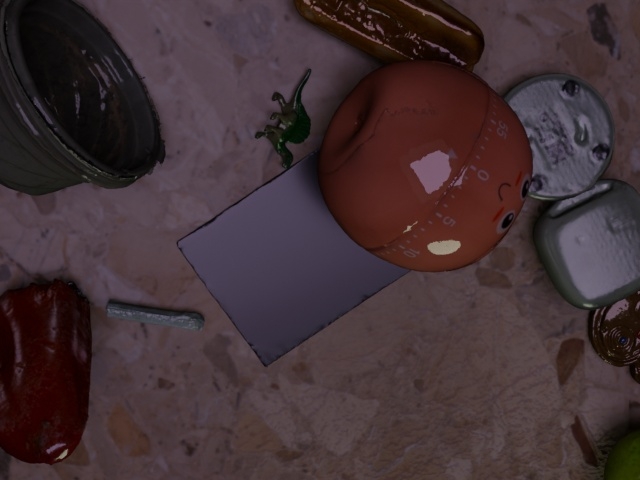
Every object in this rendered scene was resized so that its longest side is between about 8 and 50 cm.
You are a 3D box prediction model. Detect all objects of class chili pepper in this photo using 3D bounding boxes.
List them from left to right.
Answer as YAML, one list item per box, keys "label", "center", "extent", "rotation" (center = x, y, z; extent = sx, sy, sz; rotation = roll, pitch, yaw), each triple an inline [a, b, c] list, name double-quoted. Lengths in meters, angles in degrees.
- label: "chili pepper"
  center: [-0.320, 0.160, 1.000]
  extent: [0.144, 0.253, 0.136]
  rotation: [-1, 121, -16]

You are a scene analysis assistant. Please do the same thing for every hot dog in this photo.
- label: "hot dog"
  center: [0.076, -0.265, 1.061]
  extent: [0.250, 0.076, 0.104]
  rotation: [25, 117, -10]

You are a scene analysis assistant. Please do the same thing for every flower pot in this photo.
- label: "flower pot"
  center: [-0.292, -0.140, 0.970]
  extent: [0.140, 0.235, 0.235]
  rotation: [-26, 106, 23]

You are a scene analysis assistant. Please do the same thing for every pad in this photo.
- label: "pad"
  center: [0.000, 0.000, 1.137]
  extent: [0.300, 0.005, 0.202]
  rotation: [-34, 104, -1]

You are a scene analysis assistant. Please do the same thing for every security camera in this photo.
- label: "security camera"
  center: [0.316, -0.063, 1.141]
  extent: [0.157, 0.080, 0.301]
  rotation: [-27, 95, 0]

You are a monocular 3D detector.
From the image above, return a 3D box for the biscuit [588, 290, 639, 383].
- label: "biscuit"
  center: [0.438, 0.128, 1.224]
  extent: [0.175, 0.026, 0.124]
  rotation: [39, 94, -14]

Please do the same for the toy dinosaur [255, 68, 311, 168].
- label: "toy dinosaur"
  center: [-0.034, -0.148, 1.094]
  extent: [0.060, 0.029, 0.120]
  rotation: [25, 92, -29]

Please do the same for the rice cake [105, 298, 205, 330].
- label: "rice cake"
  center: [-0.202, 0.092, 1.114]
  extent: [0.121, 0.022, 0.021]
  rotation: [11, 108, -11]

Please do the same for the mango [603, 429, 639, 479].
- label: "mango"
  center: [0.495, 0.367, 1.222]
  extent: [0.273, 0.149, 0.185]
  rotation: [24, 100, -5]

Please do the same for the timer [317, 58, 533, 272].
- label: "timer"
  center: [0.118, -0.082, 1.018]
  extent: [0.215, 0.229, 0.229]
  rotation: [28, 96, -23]

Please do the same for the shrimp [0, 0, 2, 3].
- label: "shrimp"
  center: [-0.365, -0.352, 0.979]
  extent: [0.145, 0.059, 0.254]
  rotation: [36, 99, -5]
